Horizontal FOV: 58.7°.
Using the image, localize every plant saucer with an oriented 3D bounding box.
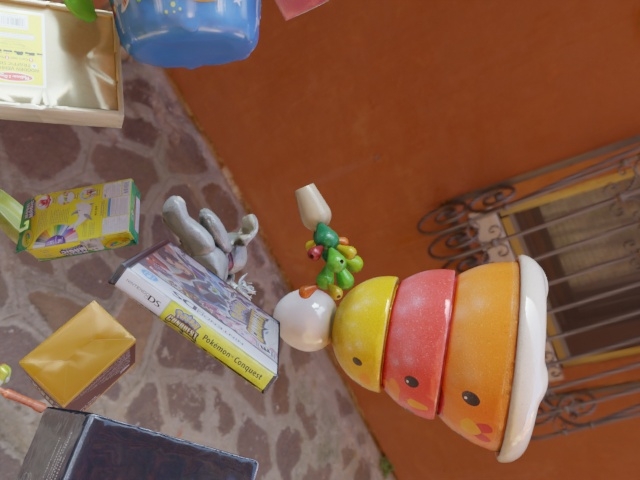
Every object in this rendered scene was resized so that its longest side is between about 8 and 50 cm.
[{"bbox_3d":[-0.769,-0.039,1.450,0.241,0.037,0.241,48,-8,9],"label":"plant saucer"}]

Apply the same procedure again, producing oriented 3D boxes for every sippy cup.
[{"bbox_3d":[-0.167,-0.339,0.694,0.239,0.305,0.224,-6,93,-35],"label":"sippy cup"}]

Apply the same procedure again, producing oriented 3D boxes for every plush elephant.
[{"bbox_3d":[-0.295,0.034,1.500,0.329,0.272,0.255,29,18,-5],"label":"plush elephant"}]

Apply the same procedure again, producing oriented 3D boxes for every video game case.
[{"bbox_3d":[-0.167,0.097,0.855,0.248,0.035,0.275,37,4,-7],"label":"video game case"}]

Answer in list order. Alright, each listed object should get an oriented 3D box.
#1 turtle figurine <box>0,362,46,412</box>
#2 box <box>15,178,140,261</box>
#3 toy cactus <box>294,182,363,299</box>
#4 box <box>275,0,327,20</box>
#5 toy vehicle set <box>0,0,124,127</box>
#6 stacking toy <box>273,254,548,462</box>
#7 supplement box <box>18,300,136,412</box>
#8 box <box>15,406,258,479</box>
[{"bbox_3d":[-0.459,0.127,0.652,0.269,0.087,0.217,21,23,-36],"label":"turtle figurine"},{"bbox_3d":[-0.371,-0.029,0.872,0.043,0.179,0.105,81,1,-58],"label":"box"},{"bbox_3d":[0.000,0.000,0.928,0.219,0.112,0.181,-45,112,-79],"label":"toy cactus"},{"bbox_3d":[-0.069,-0.619,1.202,0.232,0.126,0.149,56,25,-37],"label":"box"},{"bbox_3d":[-0.402,-0.240,0.746,0.266,0.035,0.166,0,73,-26],"label":"toy vehicle set"},{"bbox_3d":[0.144,0.179,1.031,0.350,0.479,0.351,6,90,-75],"label":"stacking toy"},{"bbox_3d":[-0.523,0.270,1.249,0.129,0.194,0.191,41,58,6],"label":"supplement box"},{"bbox_3d":[-0.287,0.388,0.725,0.211,0.395,0.294,27,65,-24],"label":"box"}]
